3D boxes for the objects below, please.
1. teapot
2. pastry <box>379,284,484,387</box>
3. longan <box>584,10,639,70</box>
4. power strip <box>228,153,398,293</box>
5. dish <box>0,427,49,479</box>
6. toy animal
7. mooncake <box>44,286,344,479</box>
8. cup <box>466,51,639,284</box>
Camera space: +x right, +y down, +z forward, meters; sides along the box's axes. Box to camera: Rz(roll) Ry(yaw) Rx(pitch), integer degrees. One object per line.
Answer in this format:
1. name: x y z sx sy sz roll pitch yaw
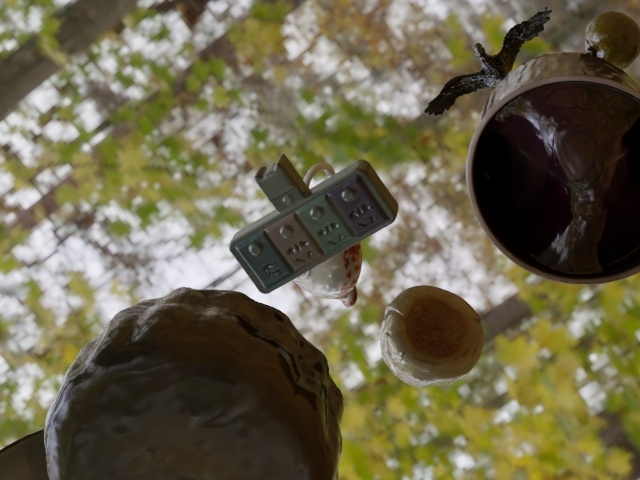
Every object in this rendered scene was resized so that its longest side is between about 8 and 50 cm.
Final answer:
1. teapot: 0.000 0.000 2.261 0.159 0.116 0.246 42 136 54
2. pastry: 0.161 0.143 2.151 0.156 0.156 0.092 59 165 18
3. longan: 0.346 -0.236 1.759 0.075 0.083 0.075 47 152 35
4. power strip: -0.024 -0.041 1.868 0.145 0.215 0.061 55 -160 -16
5. dish: -0.312 0.308 1.679 0.106 0.316 0.316 60 -164 15
6. toy animal: 0.242 -0.230 2.001 0.108 0.220 0.062 44 -168 -19
7. mooncake: -0.120 0.189 1.427 0.290 0.290 0.161 51 -163 -12
8. cup: 0.297 -0.084 1.542 0.273 0.288 0.208 -69 -19 -75
